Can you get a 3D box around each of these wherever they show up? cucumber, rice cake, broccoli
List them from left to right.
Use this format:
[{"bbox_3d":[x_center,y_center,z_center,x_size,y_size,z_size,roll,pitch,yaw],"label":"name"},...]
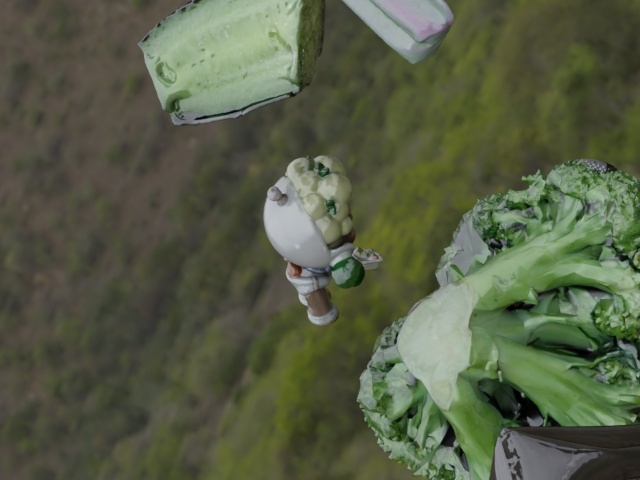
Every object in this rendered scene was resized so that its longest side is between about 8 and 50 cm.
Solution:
[{"bbox_3d":[-0.063,-0.174,1.554,0.193,0.115,0.086,-21,11,26],"label":"cucumber"},{"bbox_3d":[0.009,-0.223,1.318,0.042,0.222,0.080,-44,-4,-11],"label":"rice cake"},{"bbox_3d":[0.213,0.123,1.752,0.413,0.321,0.310,-35,4,36],"label":"broccoli"}]

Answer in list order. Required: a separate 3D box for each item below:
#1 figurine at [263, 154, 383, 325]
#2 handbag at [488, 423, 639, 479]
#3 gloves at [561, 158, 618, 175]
[{"bbox_3d":[0.001,-0.001,1.714,0.093,0.197,0.147,-27,52,-5],"label":"figurine"},{"bbox_3d":[0.257,0.235,1.156,0.113,0.257,0.285,101,159,-45],"label":"handbag"},{"bbox_3d":[0.315,0.006,2.124,0.129,0.106,0.180,78,-149,-66],"label":"gloves"}]
